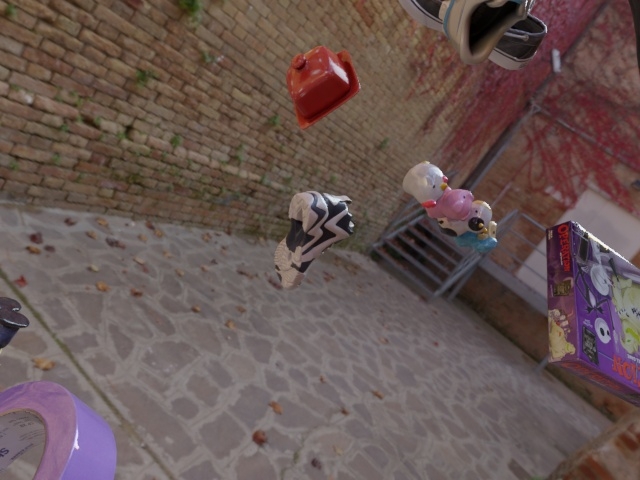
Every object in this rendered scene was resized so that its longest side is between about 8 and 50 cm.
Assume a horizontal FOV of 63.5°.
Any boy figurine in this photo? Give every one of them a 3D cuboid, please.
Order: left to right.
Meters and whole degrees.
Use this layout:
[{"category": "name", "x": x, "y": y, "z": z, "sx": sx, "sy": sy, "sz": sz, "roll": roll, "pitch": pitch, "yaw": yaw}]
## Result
[{"category": "boy figurine", "x": -0.840, "y": 0.263, "z": 1.255, "sx": 0.177, "sy": 0.285, "sz": 0.092, "roll": 48, "pitch": 6, "yaw": 26}]

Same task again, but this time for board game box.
[{"category": "board game box", "x": 0.459, "y": 0.134, "z": 0.767, "sx": 0.347, "sy": 0.208, "sz": 0.056, "roll": 27, "pitch": -28, "yaw": -26}]

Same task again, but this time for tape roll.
[{"category": "tape roll", "x": -0.414, "y": 0.328, "z": 0.678, "sx": 0.275, "sy": 0.275, "sz": 0.090, "roll": 49, "pitch": -11, "yaw": 49}]

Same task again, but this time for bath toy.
[{"category": "bath toy", "x": 0.358, "y": -0.083, "z": 1.396, "sx": 0.348, "sy": 0.151, "sz": 0.129, "roll": 34, "pitch": 34, "yaw": -40}]

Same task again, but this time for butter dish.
[{"category": "butter dish", "x": -0.017, "y": -0.348, "z": 1.098, "sx": 0.118, "sy": 0.160, "sz": 0.160, "roll": 36, "pitch": 33, "yaw": -45}]

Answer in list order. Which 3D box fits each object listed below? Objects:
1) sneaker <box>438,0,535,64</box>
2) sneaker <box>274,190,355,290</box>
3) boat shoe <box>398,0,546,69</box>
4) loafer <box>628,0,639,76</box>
[{"category": "sneaker", "x": 0.160, "y": -0.222, "z": 0.402, "sx": 0.071, "sy": 0.190, "sz": 0.083, "roll": 13, "pitch": 48, "yaw": -9}, {"category": "sneaker", "x": 0.000, "y": 0.000, "z": 1.066, "sx": 0.153, "sy": 0.235, "sz": 0.094, "roll": -9, "pitch": 36, "yaw": -33}, {"category": "boat shoe", "x": 0.281, "y": -0.440, "z": 0.974, "sx": 0.301, "sy": 0.108, "sz": 0.102, "roll": 38, "pitch": -20, "yaw": 10}, {"category": "loafer", "x": 0.341, "y": -0.217, "z": 0.422, "sx": 0.366, "sy": 0.130, "sz": 0.134, "roll": 61, "pitch": -16, "yaw": -13}]
